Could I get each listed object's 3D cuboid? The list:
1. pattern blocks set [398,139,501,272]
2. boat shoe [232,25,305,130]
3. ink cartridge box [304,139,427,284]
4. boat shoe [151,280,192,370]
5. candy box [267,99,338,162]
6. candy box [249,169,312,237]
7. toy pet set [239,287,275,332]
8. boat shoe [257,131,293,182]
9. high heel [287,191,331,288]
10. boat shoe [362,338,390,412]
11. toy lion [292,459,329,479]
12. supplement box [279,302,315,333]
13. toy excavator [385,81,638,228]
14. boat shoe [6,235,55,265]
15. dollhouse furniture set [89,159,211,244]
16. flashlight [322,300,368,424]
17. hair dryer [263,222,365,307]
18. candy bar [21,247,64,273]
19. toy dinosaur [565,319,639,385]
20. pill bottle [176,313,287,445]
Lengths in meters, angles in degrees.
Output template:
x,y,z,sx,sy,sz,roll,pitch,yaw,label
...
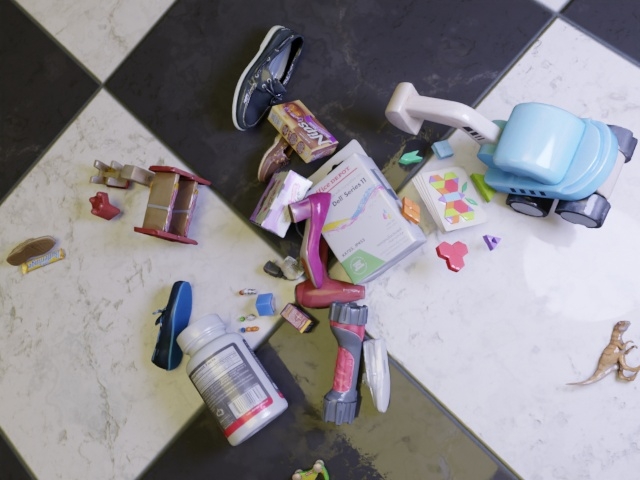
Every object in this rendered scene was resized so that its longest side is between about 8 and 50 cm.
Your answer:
x,y,z,sx,sy,sz,roll,pitch,yaw,label
0.332,-0.105,1.289,0.286,0.026,0.324,-28,76,-26,pattern blocks set
-0.142,-0.470,1.490,0.113,0.127,0.339,20,76,28,boat shoe
0.091,-0.085,1.345,0.207,0.119,0.353,-39,73,22,ink cartridge box
-0.437,0.238,1.450,0.089,0.109,0.258,8,80,18,boat shoe
-0.051,-0.312,1.449,0.186,0.109,0.053,50,139,17,candy box
-0.112,-0.103,1.381,0.070,0.196,0.164,29,87,-18,candy box
-0.184,0.192,1.417,0.114,0.065,0.122,-7,79,12,toy pet set
-0.121,-0.243,1.477,0.060,0.064,0.177,29,86,18,boat shoe
0.000,0.000,1.308,0.117,0.082,0.243,-18,100,-14,high heel
0.139,0.348,1.316,0.063,0.066,0.184,-9,80,26,boat shoe
-0.021,0.636,1.321,0.100,0.034,0.096,-29,82,7,toy lion
-0.063,0.212,1.390,0.083,0.055,0.043,38,89,16,supplement box
0.429,-0.240,1.195,0.433,0.445,0.222,21,84,58,toy excavator
-0.926,0.019,1.627,0.170,0.063,0.059,-24,44,6,boat shoe
-0.532,-0.117,1.534,0.375,0.152,0.201,9,83,32,dollhouse furniture set
0.055,0.311,1.298,0.103,0.103,0.303,9,90,11,flashlight
-0.001,0.076,1.385,0.294,0.080,0.223,38,89,15,hair dryer
-0.890,0.065,1.633,0.162,0.018,0.040,-19,77,11,candy bar
0.688,0.291,1.202,0.112,0.064,0.211,30,79,34,toy dinosaur
-0.243,0.357,1.344,0.176,0.176,0.318,-39,74,5,pill bottle
